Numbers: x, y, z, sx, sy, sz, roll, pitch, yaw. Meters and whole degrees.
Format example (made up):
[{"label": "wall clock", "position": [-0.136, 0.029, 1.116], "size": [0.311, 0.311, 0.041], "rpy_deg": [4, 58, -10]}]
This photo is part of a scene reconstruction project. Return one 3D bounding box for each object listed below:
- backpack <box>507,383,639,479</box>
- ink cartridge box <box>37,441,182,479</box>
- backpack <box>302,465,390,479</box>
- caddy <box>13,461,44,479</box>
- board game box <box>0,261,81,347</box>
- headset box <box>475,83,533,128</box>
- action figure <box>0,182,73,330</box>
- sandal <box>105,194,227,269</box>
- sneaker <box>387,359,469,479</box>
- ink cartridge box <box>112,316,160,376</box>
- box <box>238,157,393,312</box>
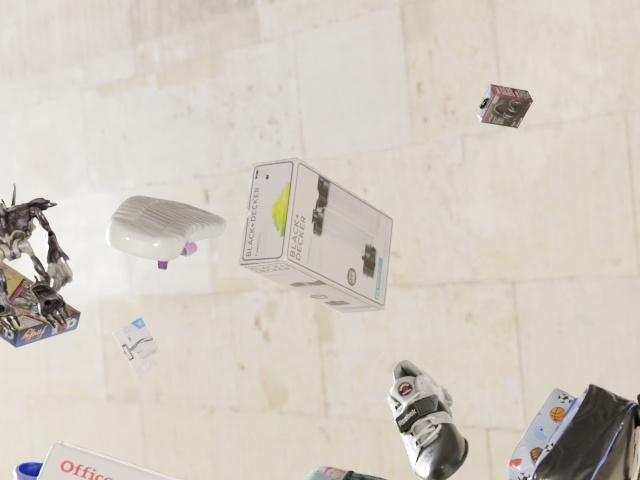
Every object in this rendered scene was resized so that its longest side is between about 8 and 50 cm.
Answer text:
[{"label": "backpack", "position": [0.451, 0.406, 1.946], "size": [0.213, 0.263, 0.276], "rpy_deg": [23, -121, 39]}, {"label": "ink cartridge box", "position": [-0.321, 0.451, 1.556], "size": [0.207, 0.283, 0.117], "rpy_deg": [18, 155, 2]}, {"label": "backpack", "position": [0.044, 0.510, 1.914], "size": [0.253, 0.225, 0.191], "rpy_deg": [10, -149, 41]}, {"label": "caddy", "position": [-0.460, 0.522, 2.193], "size": [0.241, 0.179, 0.341], "rpy_deg": [22, 179, 33]}, {"label": "board game box", "position": [-0.628, 0.125, 2.260], "size": [0.243, 0.042, 0.165], "rpy_deg": [28, -156, 27]}, {"label": "headset box", "position": [0.307, -0.227, 1.897], "size": [0.083, 0.032, 0.062], "rpy_deg": [6, 132, -24]}, {"label": "action figure", "position": [-0.461, 0.033, 1.691], "size": [0.164, 0.141, 0.276], "rpy_deg": [-11, -142, -13]}, {"label": "sandal", "position": [-0.278, -0.004, 1.908], "size": [0.169, 0.102, 0.416], "rpy_deg": [21, -171, 8]}, {"label": "sneaker", "position": [0.189, 0.344, 2.169], "size": [0.122, 0.146, 0.330], "rpy_deg": [-38, -161, 9]}, {"label": "ink cartridge box", "position": [-0.294, 0.173, 1.820], "size": [0.028, 0.083, 0.048], "rpy_deg": [-27, -177, 44]}, {"label": "box", "position": [0.000, 0.000, 1.767], "size": [0.087, 0.169, 0.290], "rpy_deg": [-5, 159, 35]}]
